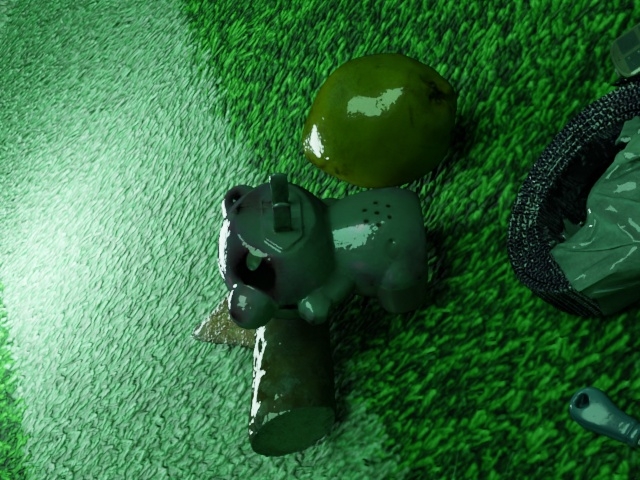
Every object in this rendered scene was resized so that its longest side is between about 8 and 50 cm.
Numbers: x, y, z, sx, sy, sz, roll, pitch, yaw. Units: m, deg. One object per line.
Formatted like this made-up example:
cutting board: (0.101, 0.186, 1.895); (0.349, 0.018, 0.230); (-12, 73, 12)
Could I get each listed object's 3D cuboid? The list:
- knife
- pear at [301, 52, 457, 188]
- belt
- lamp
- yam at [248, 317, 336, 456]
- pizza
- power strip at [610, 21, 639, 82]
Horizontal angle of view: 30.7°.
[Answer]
knife: (0.392, 0.229, 1.353); (0.244, 0.032, 0.058); (23, 74, 46)
pear: (0.088, -0.184, 1.807); (0.269, 0.212, 0.212); (-19, 52, 44)
belt: (0.377, -0.054, 1.482); (0.325, 0.122, 0.260); (-50, 35, 10)
lamp: (0.000, 0.000, 1.678); (0.301, 0.247, 0.247); (-4, 56, -1)
yam: (-0.041, 0.168, 1.778); (0.133, 0.133, 0.330); (-30, 41, 30)
pizza: (-0.134, 0.132, 1.951); (0.195, 0.052, 0.185); (-25, 56, 29)
power strip: (0.494, -0.297, 1.591); (0.227, 0.029, 0.080); (-35, 44, 25)
